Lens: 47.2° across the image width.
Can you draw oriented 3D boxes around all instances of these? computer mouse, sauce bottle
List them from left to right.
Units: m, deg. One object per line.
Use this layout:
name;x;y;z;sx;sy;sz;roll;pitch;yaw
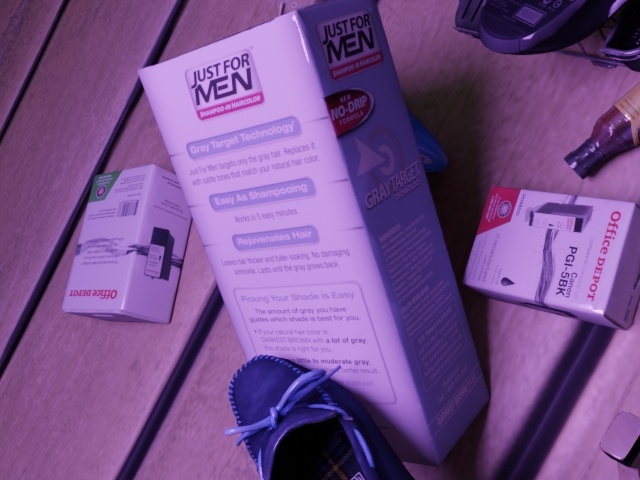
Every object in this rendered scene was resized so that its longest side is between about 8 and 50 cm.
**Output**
sauce bottle;0.270;-0.105;0.635;0.128;0.042;0.042;-44;49;23
computer mouse;0.261;-0.224;0.576;0.262;0.060;0.184;-48;40;3

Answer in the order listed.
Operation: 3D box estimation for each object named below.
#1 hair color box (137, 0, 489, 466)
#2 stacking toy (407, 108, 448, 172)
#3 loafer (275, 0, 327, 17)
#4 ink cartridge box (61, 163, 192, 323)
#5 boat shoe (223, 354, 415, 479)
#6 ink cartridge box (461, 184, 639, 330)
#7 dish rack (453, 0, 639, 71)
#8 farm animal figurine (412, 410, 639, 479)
hair color box;0.000;0.000;0.641;0.185;0.113;0.374;-6;109;40
stacking toy;-0.019;-0.033;0.805;0.302;0.175;0.165;-56;46;26
loafer;-0.012;-0.267;0.917;0.092;0.102;0.268;0;64;43
ink cartridge box;-0.270;0.010;1.037;0.153;0.087;0.208;-3;71;41
boat shoe;0.002;0.148;0.532;0.109;0.089;0.258;-52;40;-9
ink cartridge box;0.205;0.012;0.635;0.135;0.056;0.099;11;80;44
dish rack;0.246;-0.275;0.701;0.271;0.074;0.208;30;93;44
farm animal figurine;0.181;0.252;0.499;0.327;0.172;0.330;-43;41;5
